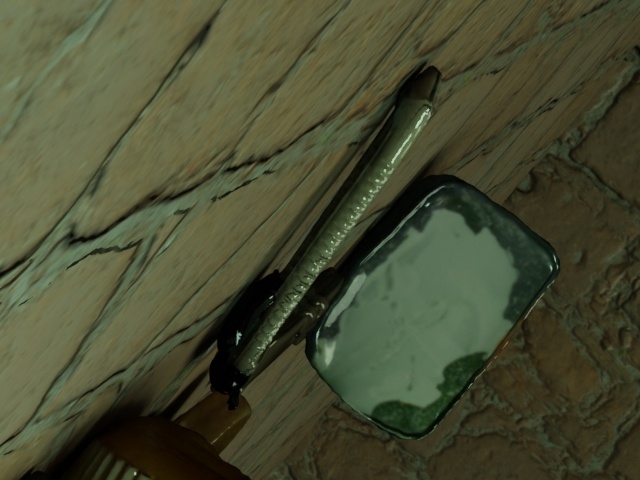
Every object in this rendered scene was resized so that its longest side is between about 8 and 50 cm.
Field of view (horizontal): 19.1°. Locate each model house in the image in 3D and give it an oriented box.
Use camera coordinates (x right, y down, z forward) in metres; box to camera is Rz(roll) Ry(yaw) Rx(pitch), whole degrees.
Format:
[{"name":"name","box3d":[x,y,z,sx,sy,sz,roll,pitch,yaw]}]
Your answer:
[{"name":"model house","box3d":[0.102,0.054,2.154,0.271,0.190,0.301,-53,-171,3]}]

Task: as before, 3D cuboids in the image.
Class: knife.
[{"name":"knife","box3d":[-0.006,-0.002,1.549,0.365,0.043,0.089,-55,-156,30]}]

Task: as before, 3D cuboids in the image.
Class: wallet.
[{"name":"wallet","box3d":[-0.038,0.091,1.867,0.152,0.039,0.118,-39,170,-49]}]

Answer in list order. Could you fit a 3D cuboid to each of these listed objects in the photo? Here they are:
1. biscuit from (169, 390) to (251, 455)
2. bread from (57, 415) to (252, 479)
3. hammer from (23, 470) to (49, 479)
[{"name":"biscuit","box3d":[-0.202,0.272,1.778,0.355,0.052,0.275,-51,169,32]},{"name":"bread","box3d":[-0.120,0.224,1.504,0.133,0.179,0.250,-56,171,-1]},{"name":"hammer","box3d":[-0.252,0.261,1.447,0.029,0.058,0.292,-35,170,-44]}]
